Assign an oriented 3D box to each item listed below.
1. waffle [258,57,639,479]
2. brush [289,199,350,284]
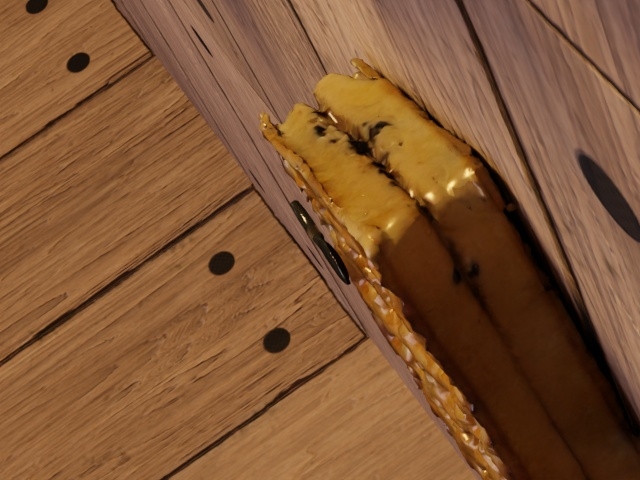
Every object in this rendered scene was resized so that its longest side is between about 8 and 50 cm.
[{"bbox_3d":[0.092,0.049,1.188,0.308,0.091,0.213,58,176,-31],"label":"waffle"},{"bbox_3d":[0.000,0.000,1.181,0.083,0.008,0.024,54,178,45],"label":"brush"}]
